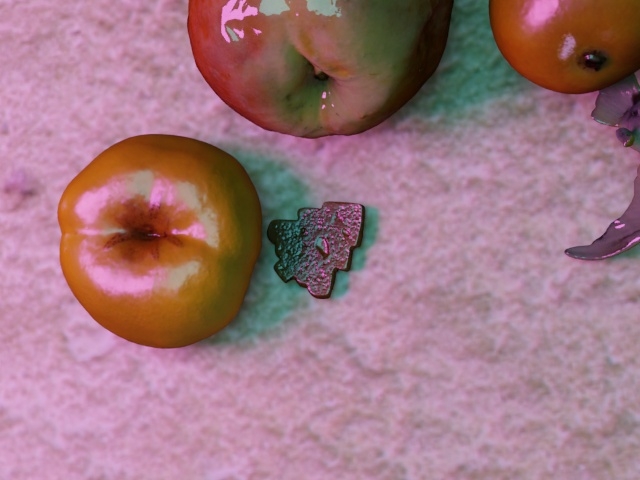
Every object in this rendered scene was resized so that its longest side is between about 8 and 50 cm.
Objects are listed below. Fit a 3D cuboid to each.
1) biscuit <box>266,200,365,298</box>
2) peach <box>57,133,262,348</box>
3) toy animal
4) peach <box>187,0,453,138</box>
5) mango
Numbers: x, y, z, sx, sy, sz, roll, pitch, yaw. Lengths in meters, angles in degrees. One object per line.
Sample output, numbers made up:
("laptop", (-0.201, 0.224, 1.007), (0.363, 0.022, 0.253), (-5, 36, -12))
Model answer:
("biscuit", (0.000, 0.000, 1.618), (0.092, 0.016, 0.082), (-42, 71, 4))
("peach", (-0.133, 0.000, 1.606), (0.179, 0.103, 0.179), (-2, 81, 10))
("toy animal", (0.264, -0.062, 1.503), (0.095, 0.155, 0.219), (38, 101, -23))
("peach", (0.002, -0.205, 1.562), (0.214, 0.214, 0.235), (-1, 65, 13))
("mango", (0.232, -0.230, 1.516), (0.175, 0.139, 0.254), (27, 85, 54))
